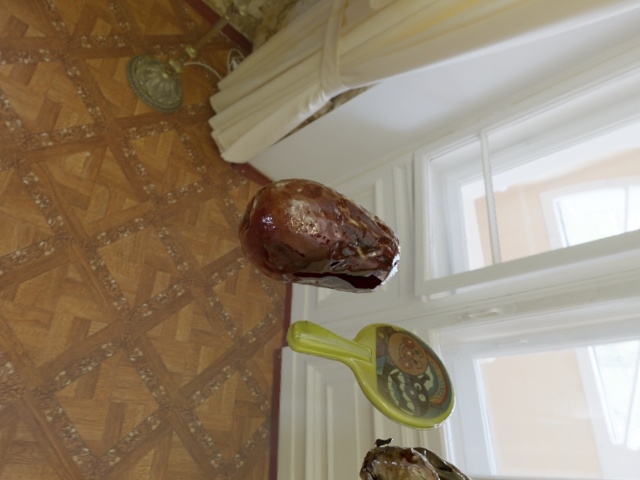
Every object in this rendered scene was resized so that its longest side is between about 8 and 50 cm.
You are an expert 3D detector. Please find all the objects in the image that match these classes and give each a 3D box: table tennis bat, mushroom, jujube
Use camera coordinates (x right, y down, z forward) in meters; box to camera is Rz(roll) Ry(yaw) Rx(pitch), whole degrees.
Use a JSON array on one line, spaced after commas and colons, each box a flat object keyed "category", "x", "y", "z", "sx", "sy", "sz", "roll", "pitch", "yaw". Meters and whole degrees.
[{"category": "table tennis bat", "x": 0.108, "y": 0.234, "z": 0.854, "sx": 0.369, "sy": 0.054, "sz": 0.224, "roll": 23, "pitch": 38, "yaw": -13}, {"category": "mushroom", "x": 0.205, "y": 0.547, "z": 0.916, "sx": 0.283, "sy": 0.195, "sz": 0.263, "roll": 39, "pitch": 27, "yaw": 16}, {"category": "jujube", "x": 0.000, "y": 0.000, "z": 0.869, "sx": 0.318, "sy": 0.223, "sz": 0.223, "roll": 20, "pitch": 57, "yaw": -19}]
